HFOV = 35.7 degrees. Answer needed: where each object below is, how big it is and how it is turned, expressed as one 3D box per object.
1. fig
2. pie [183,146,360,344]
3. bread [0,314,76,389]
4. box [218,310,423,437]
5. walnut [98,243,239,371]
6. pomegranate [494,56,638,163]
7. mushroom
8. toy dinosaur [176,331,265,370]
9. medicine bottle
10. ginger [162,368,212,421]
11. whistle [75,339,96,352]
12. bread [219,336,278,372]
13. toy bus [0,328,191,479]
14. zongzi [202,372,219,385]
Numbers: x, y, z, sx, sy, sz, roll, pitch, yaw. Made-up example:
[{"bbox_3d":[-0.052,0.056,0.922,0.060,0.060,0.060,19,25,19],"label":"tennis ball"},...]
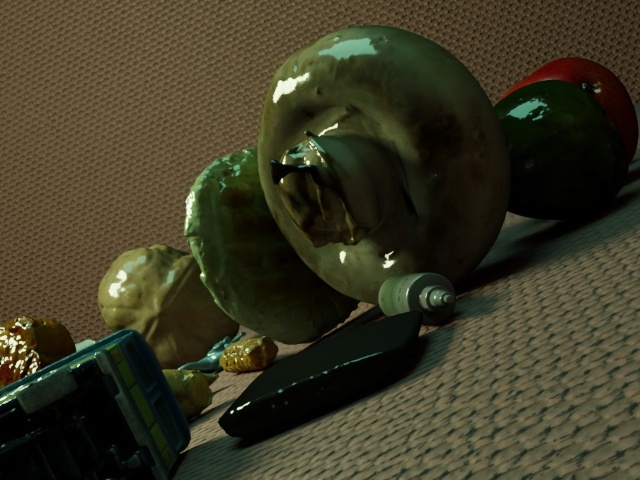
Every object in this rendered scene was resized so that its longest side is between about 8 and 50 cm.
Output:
[{"bbox_3d":[0.288,-0.100,1.331,0.195,0.195,0.245,-29,-9,-46],"label":"fig"},{"bbox_3d":[-0.051,0.002,1.425,0.306,0.306,0.071,-28,6,-33],"label":"pie"},{"bbox_3d":[-0.501,0.248,1.686,0.232,0.247,0.135,-4,0,39],"label":"bread"},{"bbox_3d":[0.006,0.130,0.993,0.212,0.042,0.201,-25,2,17],"label":"box"},{"bbox_3d":[-0.267,0.122,1.777,0.227,0.273,0.273,-30,2,-6],"label":"walnut"},{"bbox_3d":[0.363,-0.156,1.516,0.220,0.221,0.257,-27,-8,-23],"label":"pomegranate"},{"bbox_3d":[0.053,-0.081,1.246,0.362,0.362,0.294,-25,3,46],"label":"mushroom"},{"bbox_3d":[-0.159,0.190,1.656,0.197,0.045,0.080,-19,-16,-36],"label":"toy dinosaur"},{"bbox_3d":[0.112,0.064,1.090,0.057,0.058,0.199,-27,2,-10],"label":"medicine bottle"},{"bbox_3d":[-0.237,0.223,1.240,0.205,0.081,0.115,-35,-29,-3],"label":"ginger"},{"bbox_3d":[-0.413,0.274,1.799,0.289,0.164,0.163,25,39,36],"label":"whistle"},{"bbox_3d":[-0.106,0.168,1.455,0.052,0.044,0.157,-31,3,-25],"label":"bread"},{"bbox_3d":[-0.304,0.226,0.998,0.312,0.152,0.190,-26,3,1],"label":"toy bus"},{"bbox_3d":[-0.226,0.231,1.382,0.130,0.062,0.154,-13,14,26],"label":"zongzi"}]
